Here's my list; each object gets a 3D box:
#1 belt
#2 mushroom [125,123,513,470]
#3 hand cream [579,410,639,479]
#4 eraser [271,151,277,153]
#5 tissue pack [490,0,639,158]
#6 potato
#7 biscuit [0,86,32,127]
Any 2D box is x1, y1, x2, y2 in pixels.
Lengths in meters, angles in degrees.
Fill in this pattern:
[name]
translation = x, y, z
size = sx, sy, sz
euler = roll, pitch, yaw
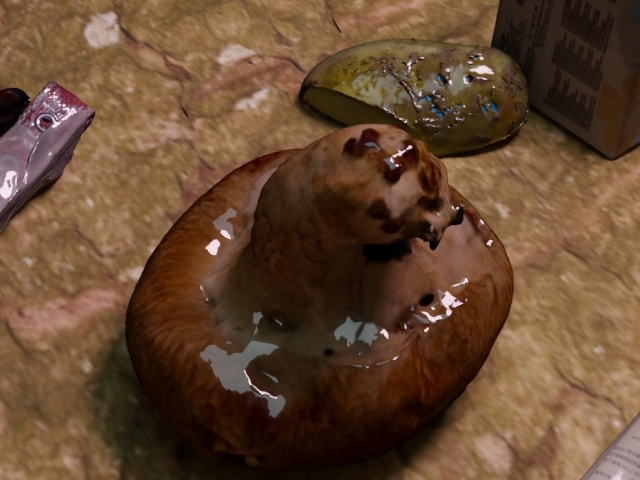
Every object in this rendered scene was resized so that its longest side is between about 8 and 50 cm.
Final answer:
[belt]
translation = -0.254, -0.031, 1.114
size = 0.053, 0.071, 0.232
euler = 26, 50, 11
[mushroom]
translation = 0.005, 0.015, 1.009
size = 0.267, 0.255, 0.267
euler = 13, 18, -5
[hand cream]
translation = 0.214, 0.164, 0.979
size = 0.080, 0.050, 0.234
euler = 31, 54, 23
[eraser]
translation = 0.006, -0.041, 1.176
size = 0.105, 0.026, 0.065
euler = 1, 42, -4
[tissue pack]
translation = 0.256, -0.218, 1.238
size = 0.145, 0.229, 0.159
euler = -29, 54, -32
[potato]
translation = 0.081, -0.135, 1.250
size = 0.198, 0.054, 0.119
euler = 12, 58, 11
[biscuit]
translation = -0.369, -0.121, 1.192
size = 0.235, 0.063, 0.151
euler = 22, 47, 12
